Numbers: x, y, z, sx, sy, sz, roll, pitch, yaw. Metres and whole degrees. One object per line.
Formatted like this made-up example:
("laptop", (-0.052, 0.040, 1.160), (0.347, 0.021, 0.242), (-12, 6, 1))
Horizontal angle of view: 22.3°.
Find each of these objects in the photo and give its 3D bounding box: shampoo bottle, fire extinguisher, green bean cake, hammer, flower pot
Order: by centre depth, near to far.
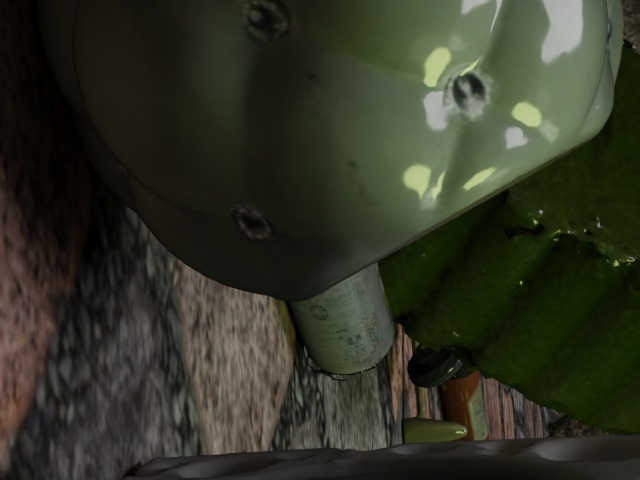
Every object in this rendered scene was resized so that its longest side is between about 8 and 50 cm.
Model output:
("flower pot", (0.007, -0.092, 0.674), (0.195, 0.246, 0.246), (62, 11, 2))
("shampoo bottle", (0.000, 0.000, 1.043), (0.214, 0.072, 0.072), (73, 16, -47))
("green bean cake", (0.183, -0.021, 1.317), (0.218, 0.335, 0.319), (-59, -178, 38))
("hammer", (0.103, 0.106, 1.568), (0.028, 0.060, 0.195), (66, 18, -58))
("fire extinguisher", (0.163, 0.197, 1.823), (0.062, 0.050, 0.177), (-114, -170, -61))

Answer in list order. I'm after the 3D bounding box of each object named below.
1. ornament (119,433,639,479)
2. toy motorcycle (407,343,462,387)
("ornament", (0.025, 0.213, 0.620), (0.240, 0.239, 0.239), (-20, 104, -79))
("toy motorcycle", (0.146, 0.038, 1.521), (0.073, 0.152, 0.225), (44, 30, -24))
